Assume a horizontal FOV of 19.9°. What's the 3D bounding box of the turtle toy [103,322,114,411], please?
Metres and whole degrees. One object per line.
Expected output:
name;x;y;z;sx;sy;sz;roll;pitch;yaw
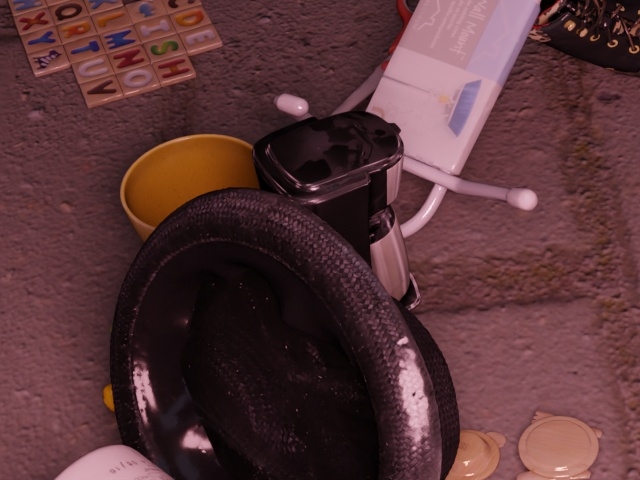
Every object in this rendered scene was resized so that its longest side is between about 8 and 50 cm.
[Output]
turtle toy;-0.139;0.110;1.533;0.095;0.066;0.130;-21;43;-14

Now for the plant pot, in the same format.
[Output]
plant pot;-0.106;-0.017;1.647;0.134;0.095;0.134;-4;42;4

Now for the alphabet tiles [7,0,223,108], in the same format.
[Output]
alphabet tiles;-0.220;-0.226;1.963;0.198;0.009;0.237;-17;42;-9

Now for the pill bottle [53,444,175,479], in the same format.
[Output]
pill bottle;-0.099;0.259;1.309;0.229;0.131;0.131;33;56;28

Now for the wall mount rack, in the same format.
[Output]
wall mount rack;0.130;-0.155;1.610;0.304;0.130;0.350;24;87;34

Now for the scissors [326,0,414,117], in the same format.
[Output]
scissors;0.089;-0.183;1.852;0.109;0.021;0.297;14;45;21

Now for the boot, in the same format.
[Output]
boot;0.283;-0.200;1.724;0.236;0.085;0.179;18;6;34

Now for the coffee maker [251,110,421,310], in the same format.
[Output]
coffee maker;0.000;0.000;1.547;0.120;0.178;0.171;24;51;33

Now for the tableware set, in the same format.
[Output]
tableware set;0.145;0.197;1.423;0.141;0.020;0.168;1;44;14

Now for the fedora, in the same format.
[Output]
fedora;-0.008;0.116;1.406;0.334;0.334;0.152;30;21;35
